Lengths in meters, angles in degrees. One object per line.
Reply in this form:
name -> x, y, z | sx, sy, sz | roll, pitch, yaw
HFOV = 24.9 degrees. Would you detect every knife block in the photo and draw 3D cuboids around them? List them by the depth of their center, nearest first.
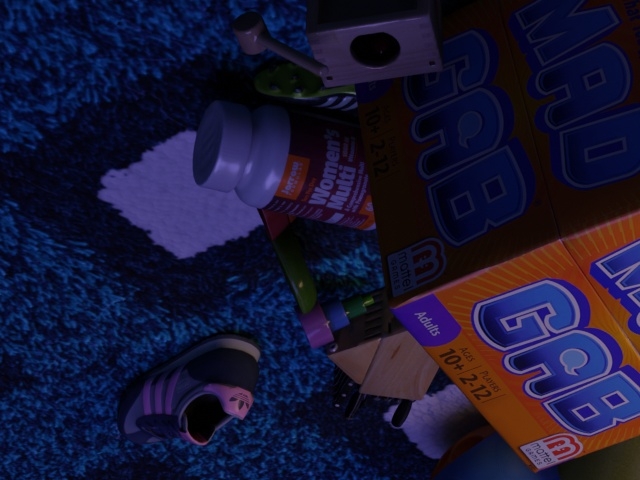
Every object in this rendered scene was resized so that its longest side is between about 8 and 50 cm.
knife block -> 0.126, 0.167, 2.058 | 0.276, 0.088, 0.242 | -21, 138, 27

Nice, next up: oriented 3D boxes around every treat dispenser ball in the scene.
treat dispenser ball -> 0.300, 0.420, 2.213 | 0.288, 0.288, 0.288 | 2, 143, 1

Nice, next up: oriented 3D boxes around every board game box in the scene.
board game box -> 0.285, -0.036, 1.528 | 0.356, 0.356, 0.356 | -23, 136, 18

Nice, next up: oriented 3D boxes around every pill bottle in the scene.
pill bottle -> -0.027, -0.089, 1.659 | 0.221, 0.121, 0.121 | 11, 142, -23

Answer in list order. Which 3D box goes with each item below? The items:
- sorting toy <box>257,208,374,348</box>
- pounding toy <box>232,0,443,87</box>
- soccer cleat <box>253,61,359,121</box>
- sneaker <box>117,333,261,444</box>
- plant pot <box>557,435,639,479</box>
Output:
sorting toy -> 0.000, 0.000, 1.855 | 0.126, 0.127, 0.365 | -23, 138, -4
pounding toy -> 0.020, -0.210, 1.495 | 0.206, 0.181, 0.094 | -7, 142, 13
soccer cleat -> 0.013, -0.167, 1.654 | 0.179, 0.060, 0.072 | 0, 144, -1
sneaker -> -0.210, 0.257, 2.158 | 0.112, 0.131, 0.319 | 25, 137, -27
plant pot -> 0.486, 0.218, 1.993 | 0.275, 0.275, 0.293 | 4, 127, -2
